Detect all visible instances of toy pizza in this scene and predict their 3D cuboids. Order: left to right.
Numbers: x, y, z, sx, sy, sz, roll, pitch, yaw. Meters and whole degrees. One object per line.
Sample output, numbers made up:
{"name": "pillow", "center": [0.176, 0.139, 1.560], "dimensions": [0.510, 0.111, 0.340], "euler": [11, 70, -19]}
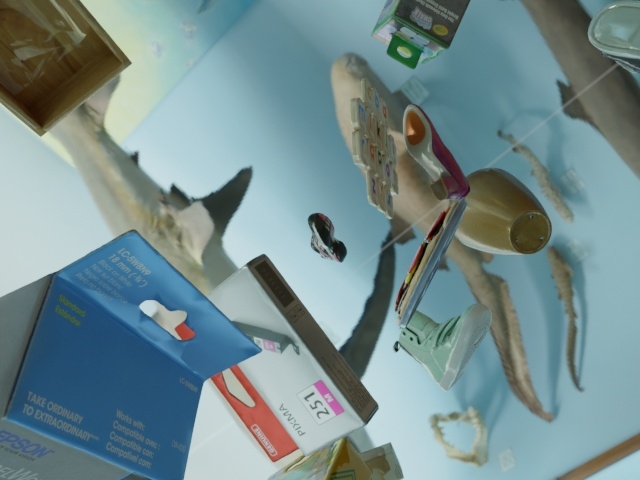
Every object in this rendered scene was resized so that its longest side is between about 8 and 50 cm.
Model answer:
{"name": "toy pizza", "center": [0.145, 0.028, 0.969], "dimensions": [0.032, 0.201, 0.201], "euler": [26, -160, 11]}

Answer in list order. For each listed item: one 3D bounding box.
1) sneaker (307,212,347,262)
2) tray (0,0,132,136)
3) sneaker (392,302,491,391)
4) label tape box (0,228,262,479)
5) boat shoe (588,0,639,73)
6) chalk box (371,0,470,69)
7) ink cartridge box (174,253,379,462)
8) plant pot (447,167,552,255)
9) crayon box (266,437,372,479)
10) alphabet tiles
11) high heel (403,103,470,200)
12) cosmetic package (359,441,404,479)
{"name": "sneaker", "center": [0.000, 0.000, 1.902], "dimensions": [0.178, 0.077, 0.072], "euler": [61, -138, -38]}
{"name": "tray", "center": [-0.480, -0.347, 1.053], "dimensions": [0.076, 0.203, 0.411], "euler": [49, 177, 30]}
{"name": "sneaker", "center": [0.209, 0.165, 1.277], "dimensions": [0.151, 0.255, 0.094], "euler": [39, -122, 20]}
{"name": "label tape box", "center": [-0.230, 0.157, 0.584], "dimensions": [0.240, 0.334, 0.105], "euler": [56, -169, -53]}
{"name": "boat shoe", "center": [0.532, -0.270, 1.006], "dimensions": [0.091, 0.114, 0.302], "euler": [16, -159, -43]}
{"name": "chalk box", "center": [0.196, -0.443, 1.400], "dimensions": [0.133, 0.212, 0.132], "euler": [27, 174, -13]}
{"name": "ink cartridge box", "center": [-0.086, 0.192, 1.031], "dimensions": [0.275, 0.239, 0.060], "euler": [53, -148, 1]}
{"name": "plant pot", "center": [0.495, -0.055, 1.877], "dimensions": [0.237, 0.237, 0.254], "euler": [42, -176, -20]}
{"name": "crayon box", "center": [-0.033, 0.435, 1.108], "dimensions": [0.083, 0.203, 0.323], "euler": [52, -163, -1]}
{"name": "alphabet tiles", "center": [0.119, -0.194, 1.519], "dimensions": [0.284, 0.021, 0.277], "euler": [26, -121, -65]}
{"name": "high heel", "center": [0.277, -0.209, 1.655], "dimensions": [0.117, 0.082, 0.244], "euler": [-14, -104, -47]}
{"name": "cosmetic package", "center": [0.087, 0.418, 1.281], "dimensions": [0.041, 0.115, 0.060], "euler": [-90, -23, -78]}
